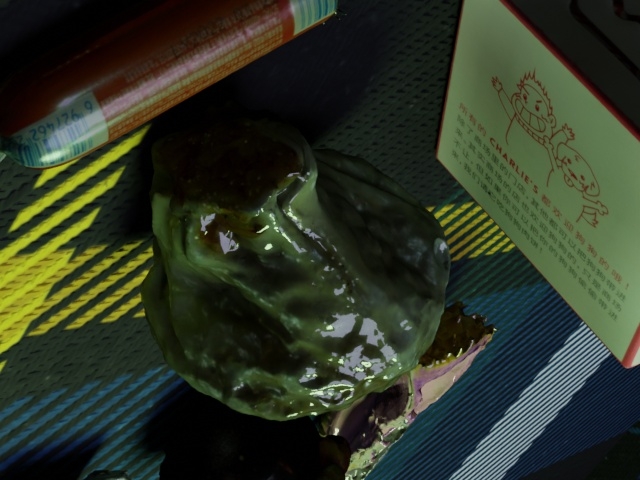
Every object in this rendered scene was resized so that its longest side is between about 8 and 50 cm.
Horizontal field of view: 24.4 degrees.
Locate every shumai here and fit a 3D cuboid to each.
[{"bbox_3d":[0.000,0.000,1.149,0.260,0.225,0.222,-9,144,-28],"label":"shumai"}]

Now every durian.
[{"bbox_3d":[0.089,0.156,1.733,0.191,0.112,0.341,-41,169,-33],"label":"durian"}]

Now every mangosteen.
[{"bbox_3d":[-0.052,0.256,1.509,0.194,0.230,0.194,20,90,-80],"label":"mangosteen"}]

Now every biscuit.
[{"bbox_3d":[0.110,0.220,1.923,0.250,0.032,0.133,-51,179,6],"label":"biscuit"}]

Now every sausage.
[{"bbox_3d":[-0.110,-0.120,0.954,0.264,0.083,0.083,-32,155,-21],"label":"sausage"}]

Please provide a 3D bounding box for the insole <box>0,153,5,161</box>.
[{"bbox_3d":[-0.253,-0.076,0.885,0.080,0.003,0.232,-45,157,6],"label":"insole"}]

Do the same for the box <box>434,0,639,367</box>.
[{"bbox_3d":[0.317,-0.126,1.331,0.300,0.314,0.312,-31,155,-19],"label":"box"}]

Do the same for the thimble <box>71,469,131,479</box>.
[{"bbox_3d":[-0.252,0.306,1.392,0.143,0.137,0.190,1,121,-60],"label":"thimble"}]
